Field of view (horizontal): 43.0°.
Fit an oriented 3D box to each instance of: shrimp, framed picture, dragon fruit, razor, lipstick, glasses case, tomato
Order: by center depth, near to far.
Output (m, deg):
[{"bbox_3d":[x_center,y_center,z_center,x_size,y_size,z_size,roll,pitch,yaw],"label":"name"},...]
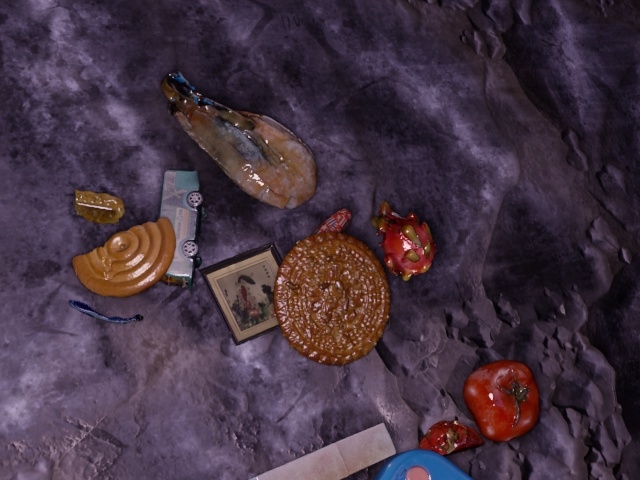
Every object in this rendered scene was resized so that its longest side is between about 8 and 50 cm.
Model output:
[{"bbox_3d":[-0.022,0.480,1.678,0.371,0.080,0.076,-16,73,-26],"label":"lipstick"},{"bbox_3d":[-0.447,0.153,1.690,0.155,0.044,0.028,14,90,-12],"label":"razor"},{"bbox_3d":[0.295,0.434,1.800,0.162,0.106,0.083,-5,69,-19],"label":"dragon fruit"},{"bbox_3d":[-0.147,0.117,1.826,0.199,0.010,0.195,-21,77,-27],"label":"framed picture"},{"bbox_3d":[0.415,0.364,1.848,0.187,0.151,0.187,9,58,-15],"label":"tomato"},{"bbox_3d":[0.000,0.000,1.893,0.049,0.073,0.194,39,64,9],"label":"glasses case"},{"bbox_3d":[-0.189,-0.247,1.920,0.446,0.110,0.221,38,55,-5],"label":"shrimp"},{"bbox_3d":[0.195,-0.006,1.940,0.133,0.150,0.207,-31,74,4],"label":"dragon fruit"}]

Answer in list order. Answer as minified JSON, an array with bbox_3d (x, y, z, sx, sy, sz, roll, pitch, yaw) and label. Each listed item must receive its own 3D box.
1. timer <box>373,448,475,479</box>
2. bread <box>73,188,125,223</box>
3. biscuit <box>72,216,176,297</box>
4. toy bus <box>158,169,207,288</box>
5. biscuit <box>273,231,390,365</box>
[{"bbox_3d":[0.209,0.626,1.674,0.309,0.115,0.340,37,64,-1],"label":"timer"},{"bbox_3d":[-0.479,-0.070,1.757,0.110,0.060,0.066,9,78,-20],"label":"bread"},{"bbox_3d":[-0.402,0.046,1.699,0.224,0.033,0.144,-23,67,-4],"label":"biscuit"},{"bbox_3d":[-0.308,-0.027,1.788,0.109,0.091,0.261,4,65,-7],"label":"toy bus"},{"bbox_3d":[0.032,0.130,1.825,0.305,0.038,0.305,4,82,-27],"label":"biscuit"}]
